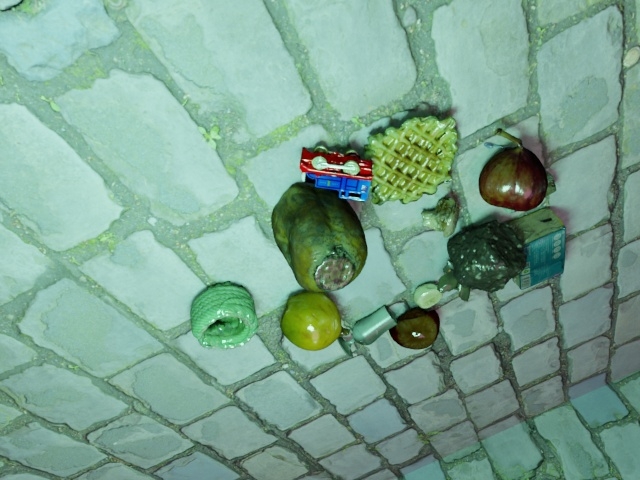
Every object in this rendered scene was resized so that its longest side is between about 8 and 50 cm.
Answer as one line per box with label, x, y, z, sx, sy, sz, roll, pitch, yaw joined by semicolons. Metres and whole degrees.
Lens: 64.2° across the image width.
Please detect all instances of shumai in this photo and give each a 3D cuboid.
shumai;0.390;-0.079;1.669;0.116;0.145;0.145;12;137;19

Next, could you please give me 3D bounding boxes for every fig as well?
fig;0.602;-0.218;1.564;0.186;0.204;0.249;-29;133;-49

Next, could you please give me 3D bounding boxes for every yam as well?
yam;0.703;-0.159;1.725;0.179;0.078;0.078;-28;135;6

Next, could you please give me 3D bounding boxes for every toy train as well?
toy train;0.043;-0.186;1.412;0.204;0.082;0.131;8;134;-1

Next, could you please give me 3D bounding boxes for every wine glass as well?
wine glass;0.185;0.352;1.989;0.231;0.103;0.103;-36;133;9

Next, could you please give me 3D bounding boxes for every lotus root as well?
lotus root;0.000;0.000;1.437;0.251;0.346;0.250;-8;125;-12

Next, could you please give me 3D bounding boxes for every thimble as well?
thimble;-0.319;0.252;1.677;0.219;0.150;0.218;-11;133;-12

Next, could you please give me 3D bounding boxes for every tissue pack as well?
tissue pack;0.792;0.033;1.894;0.193;0.134;0.270;-23;135;0

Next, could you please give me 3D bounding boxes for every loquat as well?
loquat;-0.015;0.288;1.768;0.246;0.213;0.213;20;125;-7

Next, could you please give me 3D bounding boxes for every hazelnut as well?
hazelnut;0.370;0.347;2.024;0.202;0.160;0.170;2;141;14

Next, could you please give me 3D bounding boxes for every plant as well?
plant;0.545;0.084;1.795;0.216;0.213;0.312;13;148;-23

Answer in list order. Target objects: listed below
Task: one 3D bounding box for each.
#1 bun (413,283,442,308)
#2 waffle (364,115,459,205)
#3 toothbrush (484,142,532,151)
bun;0.409;0.204;1.957;0.115;0.069;0.115;-12;134;-12
waffle;0.264;-0.233;1.499;0.298;0.073;0.317;-18;137;-5
toothbrush;0.593;-0.289;1.606;0.194;0.019;0.013;2;129;-24
